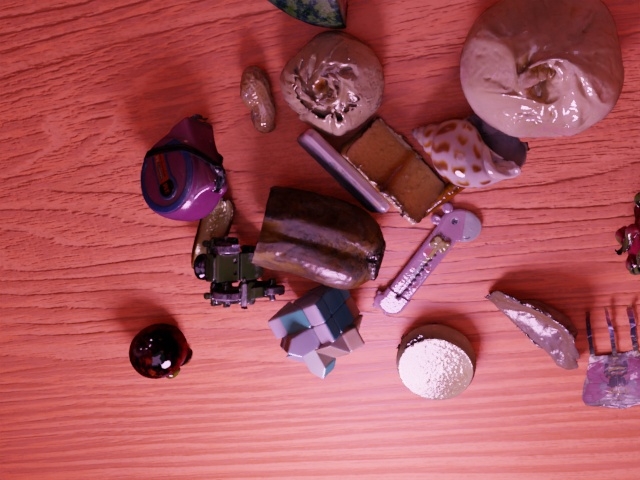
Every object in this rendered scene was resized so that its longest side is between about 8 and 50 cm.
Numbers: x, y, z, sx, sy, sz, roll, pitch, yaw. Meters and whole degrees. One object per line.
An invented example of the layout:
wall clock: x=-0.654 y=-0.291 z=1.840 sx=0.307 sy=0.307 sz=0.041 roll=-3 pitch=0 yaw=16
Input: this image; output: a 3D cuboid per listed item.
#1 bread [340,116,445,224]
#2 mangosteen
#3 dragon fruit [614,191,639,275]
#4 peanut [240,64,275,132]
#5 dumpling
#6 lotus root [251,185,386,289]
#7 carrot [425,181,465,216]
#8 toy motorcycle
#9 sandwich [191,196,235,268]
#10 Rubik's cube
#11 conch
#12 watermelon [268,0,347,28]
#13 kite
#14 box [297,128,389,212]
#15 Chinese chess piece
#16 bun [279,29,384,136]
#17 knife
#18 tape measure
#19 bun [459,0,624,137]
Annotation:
bread: x=0.177 y=-0.174 z=1.811 sx=0.266 sy=0.142 sz=0.178 roll=45 pitch=74 yaw=-10
mangosteen: x=-0.483 y=0.347 z=2.176 sx=0.199 sy=0.200 sz=0.200 roll=4 pitch=116 yaw=9
dragon fruit: x=0.836 y=-0.015 z=1.726 sx=0.218 sy=0.198 sz=0.273 roll=15 pitch=97 yaw=36
peanut: x=-0.159 y=-0.356 z=1.809 sx=0.080 sy=0.080 sz=0.175 roll=-9 pitch=113 yaw=15
dumpling: x=0.613 y=0.221 z=1.931 sx=0.332 sy=0.086 sz=0.166 roll=40 pitch=149 yaw=-9
lotus root: x=0.000 y=0.000 z=1.864 sx=0.345 sy=0.250 sz=0.251 roll=18 pitch=118 yaw=2
carrot: x=0.317 y=-0.115 z=1.854 sx=0.042 sy=0.042 sz=0.170 roll=44 pitch=119 yaw=-11
toy motorcycle: x=-0.223 y=0.088 z=1.980 sx=0.127 sy=0.275 sz=0.205 roll=2 pitch=94 yaw=42
sandwich: x=-0.298 y=-0.032 z=1.993 sx=0.090 sy=0.088 sz=0.245 roll=17 pitch=114 yaw=-7
Rubik's cube: x=0.004 y=0.253 z=1.976 sx=0.224 sy=0.265 sz=0.213 roll=-22 pitch=99 yaw=34
conch: x=0.352 y=-0.220 z=1.734 sx=0.275 sy=0.183 sz=0.149 roll=36 pitch=146 yaw=4
watermelon: x=-0.053 y=-0.637 z=1.594 sx=0.250 sy=0.283 sz=0.293 roll=-2 pitch=90 yaw=-4
kite: x=0.820 y=0.328 z=1.978 sx=0.204 sy=0.022 sz=0.361 roll=-8 pitch=118 yaw=15
box: x=0.058 y=-0.175 z=1.825 sx=0.285 sy=0.142 sz=0.044 roll=43 pitch=82 yaw=-10
Chinese chess piece: x=0.330 y=0.344 z=2.043 sx=0.237 sy=0.092 sz=0.238 roll=5 pitch=117 yaw=10
bun: x=0.030 y=-0.372 z=1.724 sx=0.259 sy=0.152 sz=0.260 roll=4 pitch=114 yaw=10
knife: x=0.282 y=0.066 z=1.948 sx=0.132 sy=0.038 sz=0.399 roll=34 pitch=118 yaw=-3
tape measure: x=-0.349 y=-0.172 z=1.868 sx=0.245 sy=0.149 sz=0.232 roll=-29 pitch=72 yaw=28
bun: x=0.494 y=-0.387 z=1.576 sx=0.360 sy=0.213 sz=0.361 roll=3 pitch=107 yaw=9
